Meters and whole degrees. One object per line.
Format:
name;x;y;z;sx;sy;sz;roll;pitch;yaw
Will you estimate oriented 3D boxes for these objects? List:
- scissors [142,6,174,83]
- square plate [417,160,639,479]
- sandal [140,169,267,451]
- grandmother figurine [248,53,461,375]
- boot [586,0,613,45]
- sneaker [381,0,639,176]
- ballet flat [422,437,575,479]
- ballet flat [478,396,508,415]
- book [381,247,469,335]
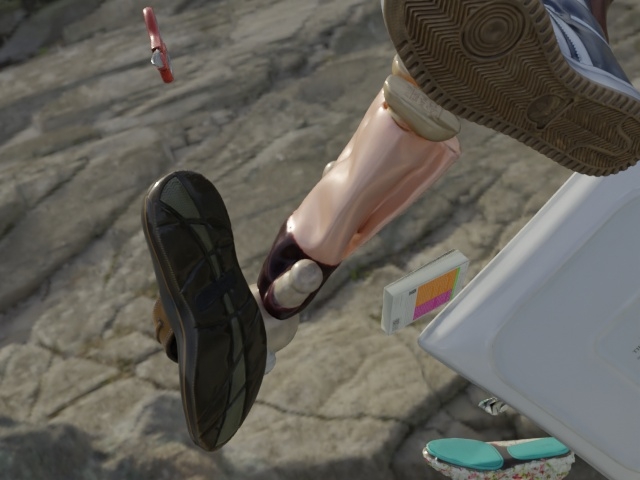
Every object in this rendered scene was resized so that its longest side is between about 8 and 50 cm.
scissors;-0.217;-0.242;1.351;0.021;0.109;0.297;-16;29;-5
square plate;0.337;0.089;0.995;0.347;0.344;0.049;-50;13;22
sandal;-0.097;0.052;0.734;0.060;0.219;0.090;5;30;39
grandmother figurine;0.000;0.000;0.898;0.104;0.342;0.208;37;29;1
boot;0.530;-0.441;1.601;0.280;0.264;0.096;-14;4;-8
sneaker;0.136;-0.161;0.737;0.099;0.282;0.153;-40;44;28
ballet flat;0.273;0.349;1.498;0.241;0.077;0.091;1;22;-8
ballet flat;0.378;0.353;2.106;0.041;0.041;0.114;-46;2;-40
book;0.161;0.083;1.528;0.144;0.096;0.035;-26;52;-24
